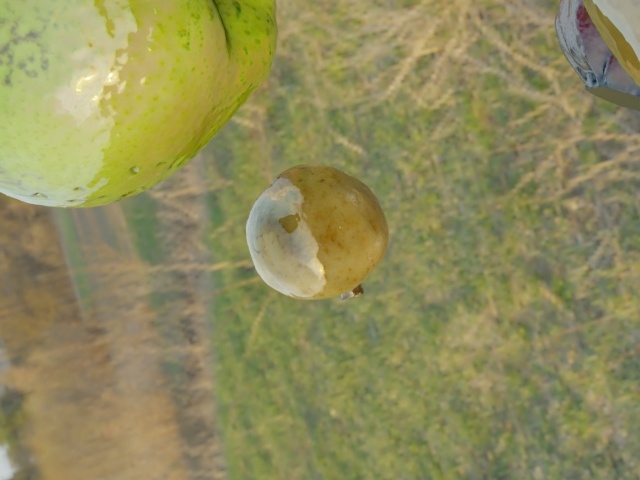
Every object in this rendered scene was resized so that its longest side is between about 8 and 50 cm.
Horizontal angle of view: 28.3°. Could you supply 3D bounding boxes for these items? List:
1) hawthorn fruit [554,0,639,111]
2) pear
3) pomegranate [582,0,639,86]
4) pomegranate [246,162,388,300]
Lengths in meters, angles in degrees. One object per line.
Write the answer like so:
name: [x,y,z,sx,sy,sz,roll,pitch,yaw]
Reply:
hawthorn fruit: [0.359,-0.245,1.291,0.215,0.250,0.215,40,173,6]
pear: [-0.229,-0.220,1.257,0.391,0.391,0.391,164,90,-76]
pomegranate: [0.366,-0.251,0.851,0.410,0.410,0.410,164,90,-76]
pomegranate: [0.000,0.000,1.664,0.196,0.196,0.196,164,90,-76]
